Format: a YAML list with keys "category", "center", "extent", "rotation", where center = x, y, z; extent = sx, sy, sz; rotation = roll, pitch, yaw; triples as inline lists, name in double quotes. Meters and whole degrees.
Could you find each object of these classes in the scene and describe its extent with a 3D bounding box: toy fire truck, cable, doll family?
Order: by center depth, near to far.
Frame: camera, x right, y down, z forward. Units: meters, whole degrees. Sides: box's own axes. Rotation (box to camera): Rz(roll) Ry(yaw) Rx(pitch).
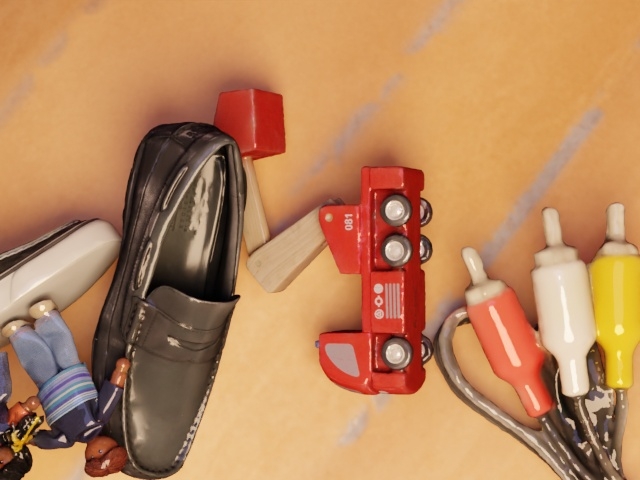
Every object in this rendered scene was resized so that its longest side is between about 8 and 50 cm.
- category: "cable"
  center: [0.157, 0.126, 0.835]
  extent: [0.140, 0.072, 0.287]
  rotation: [-17, 78, 5]
- category: "doll family"
  center: [-0.196, 0.123, 0.836]
  extent: [0.193, 0.076, 0.111]
  rotation: [-41, 65, 23]
- category: "toy fire truck"
  center: [0.000, 0.000, 0.874]
  extent: [0.135, 0.047, 0.192]
  rotation: [0, 90, 23]

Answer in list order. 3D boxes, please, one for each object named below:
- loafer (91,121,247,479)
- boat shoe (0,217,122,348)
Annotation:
- category: "loafer"
  center: [-0.089, 0.039, 0.843]
  extent: [0.076, 0.078, 0.223]
  rotation: [6, 94, -35]
- category: "boat shoe"
  center: [-0.229, 0.038, 0.873]
  extent: [0.219, 0.078, 0.070]
  rotation: [-32, 77, -1]
